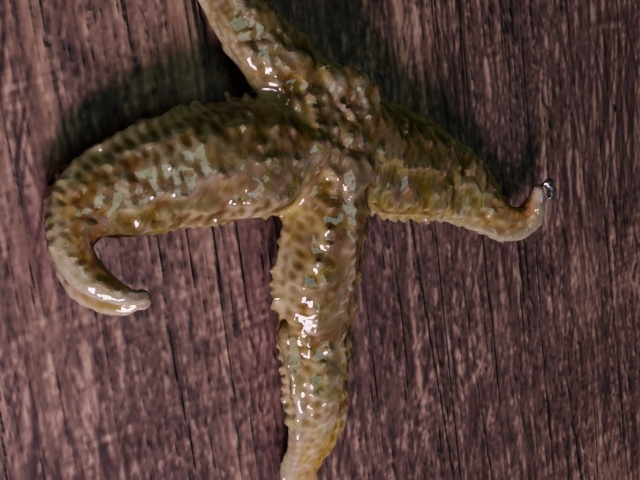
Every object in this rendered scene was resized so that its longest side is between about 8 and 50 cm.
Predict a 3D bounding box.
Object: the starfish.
[{"bbox_3d":[0.000,0.000,1.181,0.432,0.082,0.324,40,66,-44],"label":"starfish"}]
